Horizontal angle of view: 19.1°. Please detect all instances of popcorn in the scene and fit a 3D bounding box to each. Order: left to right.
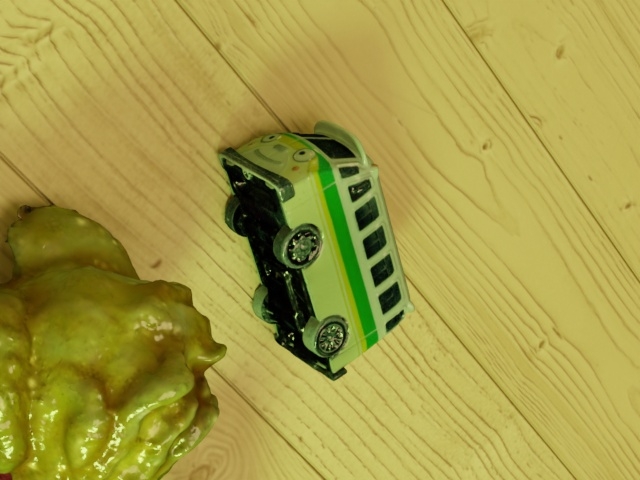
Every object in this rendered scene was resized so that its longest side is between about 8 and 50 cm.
[{"bbox_3d":[-0.264,0.146,1.927,0.321,0.290,0.325,-55,150,-8],"label":"popcorn"}]

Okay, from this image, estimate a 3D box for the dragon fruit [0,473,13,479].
[{"bbox_3d":[-0.290,0.356,2.063,0.161,0.274,0.126,-27,166,-36],"label":"dragon fruit"}]

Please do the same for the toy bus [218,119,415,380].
[{"bbox_3d":[0.000,0.000,2.165,0.165,0.134,0.276,-31,127,-23],"label":"toy bus"}]
